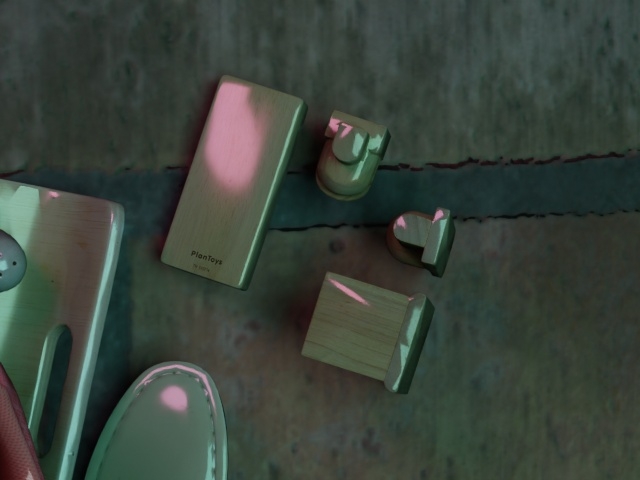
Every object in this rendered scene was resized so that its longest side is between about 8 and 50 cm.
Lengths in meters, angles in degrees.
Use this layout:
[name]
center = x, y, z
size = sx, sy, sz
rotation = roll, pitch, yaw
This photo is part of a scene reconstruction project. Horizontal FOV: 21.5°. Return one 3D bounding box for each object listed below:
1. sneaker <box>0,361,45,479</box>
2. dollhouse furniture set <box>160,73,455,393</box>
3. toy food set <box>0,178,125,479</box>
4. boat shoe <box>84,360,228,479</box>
[sneaker]
center = -0.199, 0.036, 0.760
size = 0.116, 0.136, 0.314
rotation = -40, 116, -25
[dollhouse furniture set]
center = 0.000, 0.000, 1.007
size = 0.151, 0.123, 0.144
rotation = 18, 86, 8
[toy food set]
center = -0.263, 0.060, 0.845
size = 0.306, 0.092, 0.219
rotation = 11, 90, -27
[boat shoe]
center = -0.093, 0.182, 0.959
size = 0.081, 0.069, 0.227
rotation = 9, 86, 13
